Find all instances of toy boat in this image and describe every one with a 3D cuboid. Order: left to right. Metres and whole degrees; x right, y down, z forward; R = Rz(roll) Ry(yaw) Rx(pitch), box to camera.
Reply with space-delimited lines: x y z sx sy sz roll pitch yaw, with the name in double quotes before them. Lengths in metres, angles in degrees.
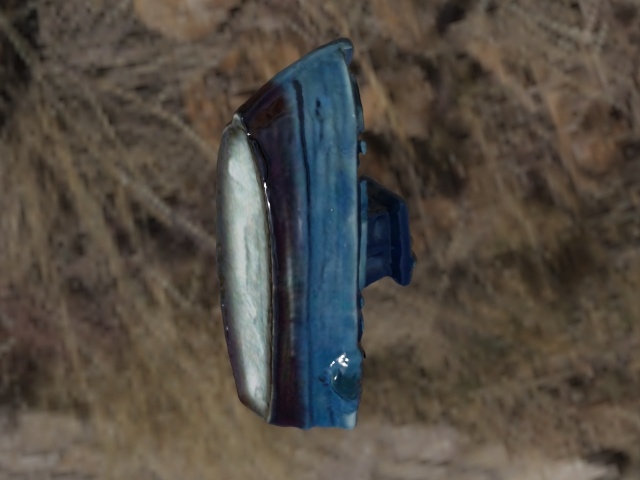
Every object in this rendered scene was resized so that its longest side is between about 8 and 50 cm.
"toy boat" 0.000 0.000 0.647 0.061 0.060 0.137 -18 118 -27
